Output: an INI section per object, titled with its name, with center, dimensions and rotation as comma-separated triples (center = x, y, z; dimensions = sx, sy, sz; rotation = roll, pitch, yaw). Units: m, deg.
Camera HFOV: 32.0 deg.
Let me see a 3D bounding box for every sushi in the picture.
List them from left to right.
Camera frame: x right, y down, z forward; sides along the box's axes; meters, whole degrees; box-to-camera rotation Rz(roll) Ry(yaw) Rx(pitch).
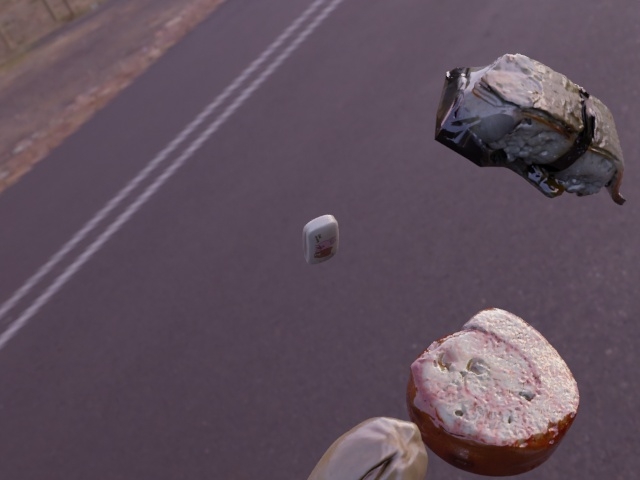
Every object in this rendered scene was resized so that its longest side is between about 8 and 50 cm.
[sushi]
center = 0.268, -0.123, 1.247
dimensions = 0.109, 0.273, 0.134
rotation = -47, 23, 43

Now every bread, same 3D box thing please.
[bread]
center = 0.321, 0.288, 2.078
dimensions = 0.327, 0.114, 0.295
rotation = -27, 60, -37

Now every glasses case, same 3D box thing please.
[glasses case]
center = 0.000, 0.000, 1.051
dimensions = 0.032, 0.021, 0.083
rotation = -21, -22, -10

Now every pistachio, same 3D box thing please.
[pistachio]
center = 0.052, 0.292, 1.342
dimensions = 0.185, 0.124, 0.124
rotation = -45, 19, 13
